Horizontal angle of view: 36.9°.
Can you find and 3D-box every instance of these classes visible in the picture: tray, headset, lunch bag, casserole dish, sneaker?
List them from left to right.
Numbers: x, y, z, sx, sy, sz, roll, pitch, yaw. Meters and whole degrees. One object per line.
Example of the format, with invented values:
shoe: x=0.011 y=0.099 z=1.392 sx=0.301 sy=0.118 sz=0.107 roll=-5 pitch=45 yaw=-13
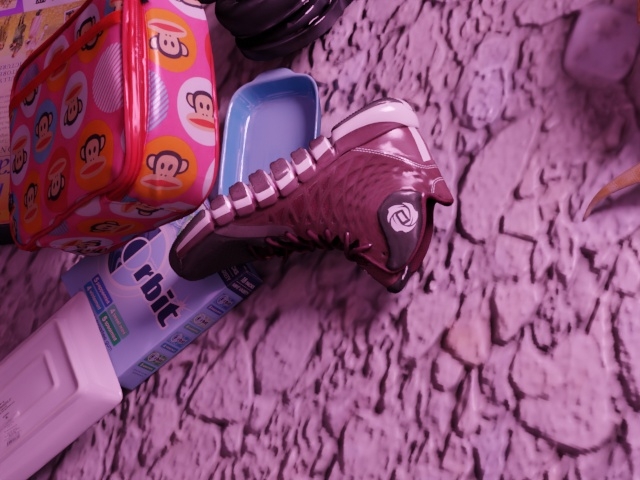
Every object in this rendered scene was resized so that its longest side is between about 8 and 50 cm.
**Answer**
tray: x=-0.332 y=0.184 z=1.031 sx=0.270 sy=0.030 sz=0.145 roll=-40 pitch=58 yaw=17
lunch bag: x=-0.218 y=-0.132 z=0.976 sx=0.293 sy=0.120 sz=0.258 roll=-22 pitch=66 yaw=48
headset: x=-0.102 y=-0.301 z=1.057 sx=0.394 sy=0.243 sz=0.185 roll=-51 pitch=29 yaw=19
casserole dish: x=-0.050 y=-0.097 z=1.037 sx=0.114 sy=0.037 sz=0.188 roll=-7 pitch=67 yaw=23
sneaker: x=0.000 y=0.000 z=0.914 sx=0.281 sy=0.106 sz=0.162 roll=-33 pitch=80 yaw=9

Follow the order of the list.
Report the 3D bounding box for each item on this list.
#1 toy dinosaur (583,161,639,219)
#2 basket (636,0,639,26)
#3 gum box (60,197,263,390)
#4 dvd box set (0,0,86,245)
toy dinosaur: x=0.313 y=-0.078 z=0.840 sx=0.183 sy=0.053 sz=0.092 roll=-11 pitch=65 yaw=21
basket: x=0.407 y=-0.239 z=0.764 sx=0.299 sy=0.223 sz=0.213 roll=3 pitch=70 yaw=26
gum box: x=-0.175 y=0.042 z=1.034 sx=0.184 sy=0.041 sz=0.157 roll=-40 pitch=57 yaw=6
dvd box set: x=-0.399 y=-0.194 z=1.236 sx=0.308 sy=0.062 sz=0.420 roll=-6 pitch=66 yaw=24
